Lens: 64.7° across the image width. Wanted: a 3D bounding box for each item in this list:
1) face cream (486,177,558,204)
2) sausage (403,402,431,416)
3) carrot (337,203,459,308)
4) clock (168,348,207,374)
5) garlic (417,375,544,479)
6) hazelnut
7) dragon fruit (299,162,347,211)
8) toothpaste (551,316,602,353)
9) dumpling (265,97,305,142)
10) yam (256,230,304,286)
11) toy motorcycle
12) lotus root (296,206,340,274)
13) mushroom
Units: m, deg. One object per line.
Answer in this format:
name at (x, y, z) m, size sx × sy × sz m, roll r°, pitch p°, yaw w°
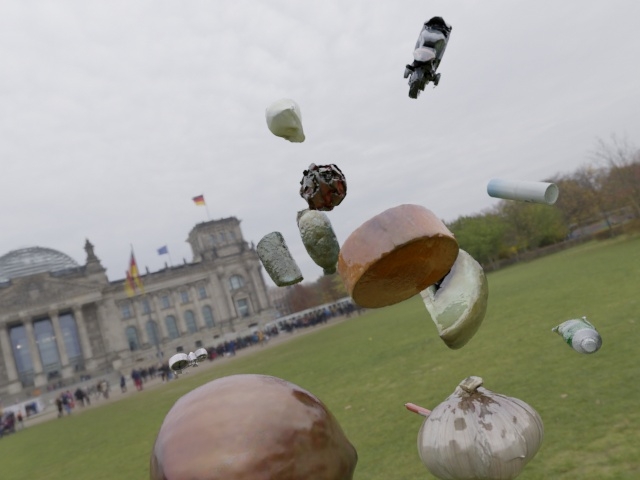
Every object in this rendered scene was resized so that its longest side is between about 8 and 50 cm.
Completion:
face cream at (0.716, -0.177, 1.806) m, size 0.077 × 0.077 × 0.250 m, roll -14°, pitch 17°, yaw -27°
sausage at (0.471, 0.739, 2.136) m, size 0.253 × 0.034 × 0.034 m, roll 15°, pitch 7°, yaw 26°
carrot at (0.171, 0.051, 1.147) m, size 0.259 × 0.100 × 0.307 m, roll -5°, pitch -36°, yaw -16°
clock at (-0.450, 0.413, 1.728) m, size 0.129 × 0.041 × 0.087 m, roll -16°, pitch -44°, yaw -20°
garlic at (0.394, 0.493, 1.272) m, size 0.322 × 0.241 × 0.322 m, roll -39°, pitch -7°, yaw -5°
hazelnut at (-0.124, 0.426, 0.911) m, size 0.366 × 0.365 × 0.366 m, roll -17°, pitch -8°, yaw -2°
dragon fruit at (0.010, -0.186, 1.762) m, size 0.182 × 0.182 × 0.189 m, roll -24°, pitch -8°, yaw 37°
toothpaste at (0.511, 0.184, 1.003) m, size 0.078 × 0.046 × 0.248 m, roll -27°, pitch -8°, yaw 17°
dumpling at (-0.124, -0.419, 1.807) m, size 0.216 × 0.166 × 0.126 m, roll -2°, pitch 34°, yaw 34°
yam at (-0.132, 0.072, 1.626) m, size 0.107 × 0.183 × 0.107 m, roll -26°, pitch -24°, yaw -13°
toy motorcycle at (0.318, -0.555, 1.494) m, size 0.108 × 0.307 × 0.173 m, roll 17°, pitch -37°, yaw 11°
lotus root at (0.002, -0.001, 2.392) m, size 0.175 × 0.349 × 0.175 m, roll -24°, pitch 3°, yaw 1°
mushroom at (0.378, 0.149, 1.431) m, size 0.212 × 0.292 × 0.217 m, roll -42°, pitch -43°, yaw 11°
